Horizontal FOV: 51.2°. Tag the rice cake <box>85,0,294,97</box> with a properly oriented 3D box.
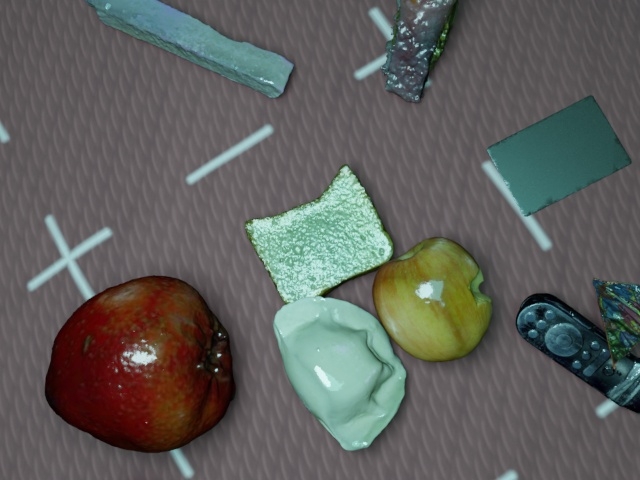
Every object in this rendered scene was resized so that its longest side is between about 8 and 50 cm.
[{"bbox_3d":[-0.233,-0.361,1.198,0.399,0.064,0.070,26,74,7],"label":"rice cake"}]

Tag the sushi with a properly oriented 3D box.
[{"bbox_3d":[0.171,-0.372,1.127,0.107,0.161,0.241,14,81,4],"label":"sushi"}]

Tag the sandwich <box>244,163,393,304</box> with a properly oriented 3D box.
[{"bbox_3d":[0.000,0.000,1.126,0.214,0.065,0.186,-27,81,-1],"label":"sandwich"}]

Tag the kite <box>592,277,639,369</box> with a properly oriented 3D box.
[{"bbox_3d":[0.506,0.125,1.067,0.232,0.009,0.189,-27,53,-26],"label":"kite"}]

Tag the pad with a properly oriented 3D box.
[{"bbox_3d":[0.413,-0.147,1.158,0.211,0.003,0.143,-26,80,-1],"label":"pad"}]

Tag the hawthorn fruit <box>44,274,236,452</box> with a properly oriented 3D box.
[{"bbox_3d":[-0.291,0.190,1.024,0.307,0.265,0.265,-8,80,22],"label":"hawthorn fruit"}]

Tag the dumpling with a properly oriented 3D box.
[{"bbox_3d":[0.037,0.193,1.066,0.179,0.131,0.252,-33,81,-18],"label":"dumpling"}]

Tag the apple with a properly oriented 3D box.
[{"bbox_3d":[0.181,0.096,1.052,0.199,0.199,0.199,0,81,3],"label":"apple"}]

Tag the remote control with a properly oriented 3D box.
[{"bbox_3d":[0.436,0.178,1.078,0.266,0.066,0.090,36,121,4],"label":"remote control"}]
